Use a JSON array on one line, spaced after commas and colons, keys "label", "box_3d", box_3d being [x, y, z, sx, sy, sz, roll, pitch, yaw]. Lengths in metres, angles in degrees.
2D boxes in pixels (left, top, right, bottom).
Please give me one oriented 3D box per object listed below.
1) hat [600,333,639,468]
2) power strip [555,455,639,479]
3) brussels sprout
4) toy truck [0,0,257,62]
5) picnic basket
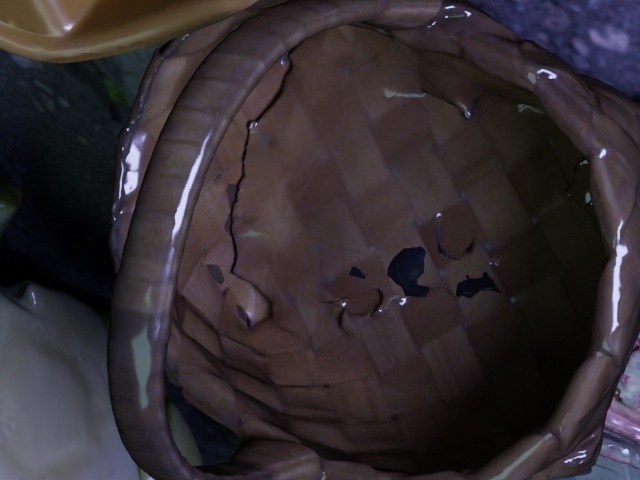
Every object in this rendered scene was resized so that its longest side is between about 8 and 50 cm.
[{"label": "hat", "box_3d": [0.263, 0.065, 1.078, 0.286, 0.107, 0.236, 24, 126, 6]}, {"label": "power strip", "box_3d": [0.202, 0.196, 1.335, 0.080, 0.029, 0.227, 8, 136, 29]}, {"label": "brussels sprout", "box_3d": [-0.315, 0.167, 1.407, 0.361, 0.342, 0.425, -19, 109, 38]}, {"label": "toy truck", "box_3d": [-0.112, -0.228, 0.943, 0.288, 0.211, 0.204, -3, 129, 33]}, {"label": "picnic basket", "box_3d": [0.000, 0.000, 0.964, 0.337, 0.337, 0.293, 18, 102, 19]}]
